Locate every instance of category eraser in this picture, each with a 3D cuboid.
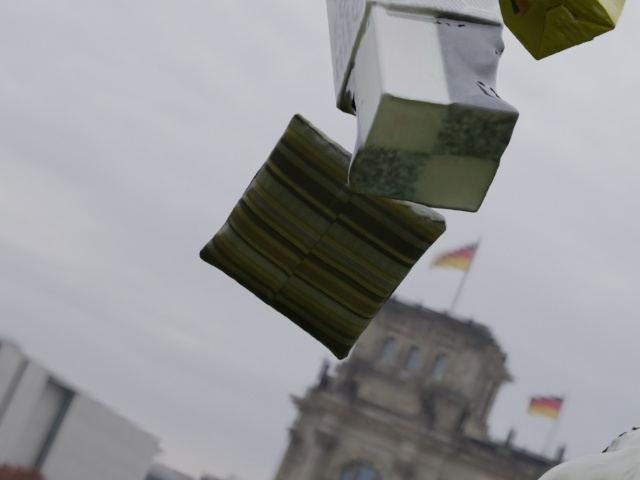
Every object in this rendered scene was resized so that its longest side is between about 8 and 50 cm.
[{"bbox_3d":[0.057,-0.199,1.037,0.096,0.404,0.098,7,-44,-13],"label":"eraser"}]

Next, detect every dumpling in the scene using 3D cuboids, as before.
[{"bbox_3d":[0.259,0.238,1.307,0.142,0.172,0.247,31,11,3],"label":"dumpling"}]

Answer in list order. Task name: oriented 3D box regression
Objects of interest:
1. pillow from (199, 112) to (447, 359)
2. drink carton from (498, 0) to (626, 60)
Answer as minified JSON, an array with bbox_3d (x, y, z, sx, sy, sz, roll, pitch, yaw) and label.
[{"bbox_3d":[0.000,0.000,1.639,0.208,0.212,0.052,35,22,-4],"label":"pillow"},{"bbox_3d":[0.159,-0.350,1.378,0.351,0.154,0.111,44,-38,-23],"label":"drink carton"}]
